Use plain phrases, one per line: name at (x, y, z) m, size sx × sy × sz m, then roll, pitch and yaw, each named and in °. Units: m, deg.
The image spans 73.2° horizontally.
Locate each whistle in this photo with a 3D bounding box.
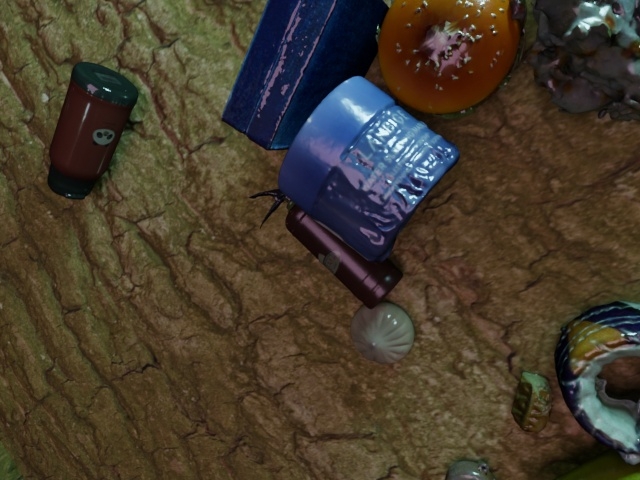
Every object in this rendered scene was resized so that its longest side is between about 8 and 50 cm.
whistle at (0.303, 0.559, 0.924) m, size 0.107 × 0.057 × 0.220 m, roll 27°, pitch 113°, yaw 14°

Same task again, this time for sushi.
sushi at (0.458, -0.352, 0.554) m, size 0.417 × 0.176 × 0.418 m, roll 1°, pitch 101°, yaw 8°

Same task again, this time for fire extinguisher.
fire extinguisher at (0.000, 0.000, 0.887) m, size 0.344 × 0.102 × 0.138 m, roll 43°, pitch 87°, yaw 8°

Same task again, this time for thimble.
thimble at (0.512, 0.230, 0.708) m, size 0.237 × 0.150 × 0.237 m, roll 5°, pitch 105°, yaw 20°

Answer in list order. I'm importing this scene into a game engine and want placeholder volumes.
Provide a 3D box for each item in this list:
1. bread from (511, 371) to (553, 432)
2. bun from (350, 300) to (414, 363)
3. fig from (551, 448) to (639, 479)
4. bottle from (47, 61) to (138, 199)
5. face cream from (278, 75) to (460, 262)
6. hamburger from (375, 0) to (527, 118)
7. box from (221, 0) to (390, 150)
bread at (0.405, 0.314, 0.822) m, size 0.066 × 0.060 × 0.110 m, roll 17°, pitch 108°, yaw 35°
bun at (0.121, 0.199, 0.898) m, size 0.138 × 0.094 × 0.138 m, roll 6°, pitch 103°, yaw 25°
fig at (0.531, 0.440, 0.711) m, size 0.314 × 0.233 × 0.233 m, roll 18°, pitch 109°, yaw 23°
bottle at (-0.576, -0.251, 1.058) m, size 0.144 × 0.144 × 0.336 m, roll 40°, pitch 114°, yaw 10°
face cream at (0.087, -0.118, 0.753) m, size 0.225 × 0.249 × 0.249 m, roll 38°, pitch 114°, yaw 7°
hamburger at (0.203, -0.323, 0.698) m, size 0.246 × 0.170 × 0.246 m, roll 7°, pitch 107°, yaw 22°
box at (-0.013, -0.304, 0.742) m, size 0.116 × 0.261 × 0.279 m, roll 33°, pitch 112°, yaw 11°
